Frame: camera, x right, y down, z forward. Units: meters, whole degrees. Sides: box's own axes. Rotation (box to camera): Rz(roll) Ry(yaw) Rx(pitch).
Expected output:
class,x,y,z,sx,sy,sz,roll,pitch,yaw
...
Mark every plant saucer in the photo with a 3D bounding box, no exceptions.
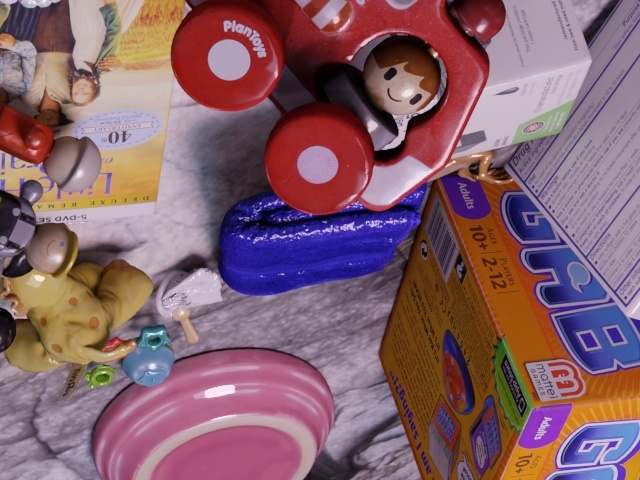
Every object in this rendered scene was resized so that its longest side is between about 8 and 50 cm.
class,x,y,z,sx,sy,sz,roll,pitch,yaw
plant saucer,-0.136,0.277,2.291,0.332,0.084,0.332,-12,141,-10

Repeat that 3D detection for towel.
class,x,y,z,sx,sy,sz,roll,pitch,yaw
towel,0.000,0.000,1.921,0.228,0.076,0.308,-14,169,-6

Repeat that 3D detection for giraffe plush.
class,x,y,z,sx,sy,sz,roll,pitch,yaw
giraffe plush,-0.304,0.051,1.893,0.181,0.210,0.170,-24,119,11

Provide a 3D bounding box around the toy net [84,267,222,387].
class,x,y,z,sx,sy,sz,roll,pitch,yaw
toy net,-0.202,0.099,2.086,0.122,0.045,0.232,10,132,-29

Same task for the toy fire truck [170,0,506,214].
class,x,y,z,sx,sy,sz,roll,pitch,yaw
toy fire truck,0.026,-0.185,1.557,0.254,0.169,0.302,-37,104,19

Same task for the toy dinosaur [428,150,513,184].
class,x,y,z,sx,sy,sz,roll,pitch,yaw
toy dinosaur,0.165,-0.101,1.996,0.211,0.064,0.112,-39,126,8

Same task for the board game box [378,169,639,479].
class,x,y,z,sx,sy,sz,roll,pitch,yaw
board game box,0.318,0.154,2.112,0.356,0.356,0.356,-4,140,-18

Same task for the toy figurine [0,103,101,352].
class,x,y,z,sx,sy,sz,roll,pitch,yaw
toy figurine,-0.316,-0.009,1.669,0.148,0.209,0.213,27,123,-22

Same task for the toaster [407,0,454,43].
class,x,y,z,sx,sy,sz,roll,pitch,yaw
toaster,0.109,-0.313,1.636,0.129,0.146,0.227,-4,139,-17

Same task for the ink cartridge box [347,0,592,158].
class,x,y,z,sx,sy,sz,roll,pitch,yaw
ink cartridge box,0.125,-0.165,1.800,0.273,0.114,0.198,-14,163,-6

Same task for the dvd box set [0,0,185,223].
class,x,y,z,sx,sy,sz,roll,pitch,yaw
dvd box set,-0.296,-0.175,1.701,0.308,0.062,0.420,-4,139,-17

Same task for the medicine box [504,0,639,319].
class,x,y,z,sx,sy,sz,roll,pitch,yaw
medicine box,0.382,-0.089,1.866,0.149,0.289,0.263,16,118,-37

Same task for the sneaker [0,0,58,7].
class,x,y,z,sx,sy,sz,roll,pitch,yaw
sneaker,-0.274,-0.246,1.547,0.098,0.038,0.069,-5,140,-16
